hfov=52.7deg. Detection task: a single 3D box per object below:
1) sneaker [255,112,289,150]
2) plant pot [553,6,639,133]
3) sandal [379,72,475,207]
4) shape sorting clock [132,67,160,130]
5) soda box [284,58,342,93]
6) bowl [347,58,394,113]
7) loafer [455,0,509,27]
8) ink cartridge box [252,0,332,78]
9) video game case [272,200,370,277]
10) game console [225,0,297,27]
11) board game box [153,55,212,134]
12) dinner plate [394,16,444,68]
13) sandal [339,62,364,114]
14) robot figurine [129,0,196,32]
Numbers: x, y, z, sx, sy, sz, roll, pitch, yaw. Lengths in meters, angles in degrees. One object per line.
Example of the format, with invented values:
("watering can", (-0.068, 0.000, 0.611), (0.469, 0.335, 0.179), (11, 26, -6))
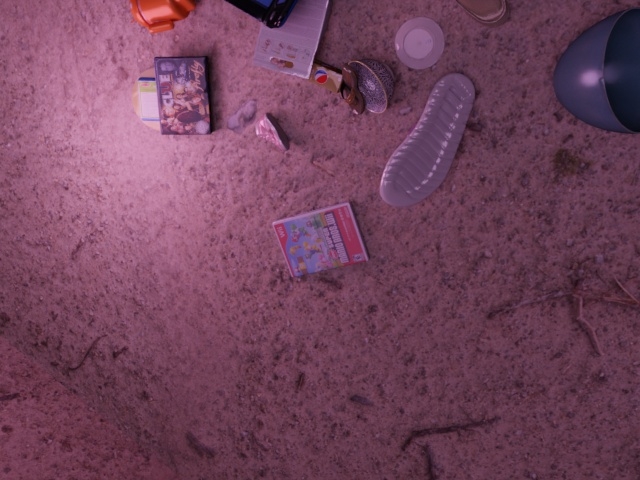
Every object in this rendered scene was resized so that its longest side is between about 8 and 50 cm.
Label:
("sneaker", (-0.155, -0.329, 2.036), (0.070, 0.051, 0.134), (-31, 93, 29))
("plant pot", (0.697, -0.404, 1.594), (0.195, 0.290, 0.290), (8, 117, 56))
("sandal", (0.315, -0.279, 1.862), (0.169, 0.102, 0.416), (29, 105, -8))
("shape sorting clock", (-0.522, -0.464, 2.123), (0.206, 0.040, 0.206), (4, 111, 11))
("soda box", (-0.013, -0.500, 1.911), (0.181, 0.061, 0.058), (25, 117, 10))
("bowl", (0.158, -0.455, 1.840), (0.080, 0.170, 0.170), (-38, 95, -16))
("loafer", (0.383, -0.663, 1.687), (0.268, 0.092, 0.102), (44, 118, 0))
("ink cartridge box", (-0.083, -0.605, 1.879), (0.189, 0.066, 0.232), (18, 107, 12))
("video game case", (0.000, 0.000, 2.117), (0.285, 0.025, 0.204), (-14, 105, 24))
("game console", (-0.123, -0.750, 1.759), (0.173, 0.250, 0.293), (28, 99, -20))
("board game box", (-0.437, -0.461, 2.064), (0.165, 0.042, 0.243), (-1, 110, 0))
("dinner plate", (0.277, -0.552, 1.812), (0.141, 0.017, 0.141), (6, 112, 16))
("sandal", (0.082, -0.430, 1.859), (0.072, 0.049, 0.180), (42, 165, 32))
("robot figurine", (-0.486, -0.720, 1.964), (0.219, 0.128, 0.158), (-6, 114, 22))
